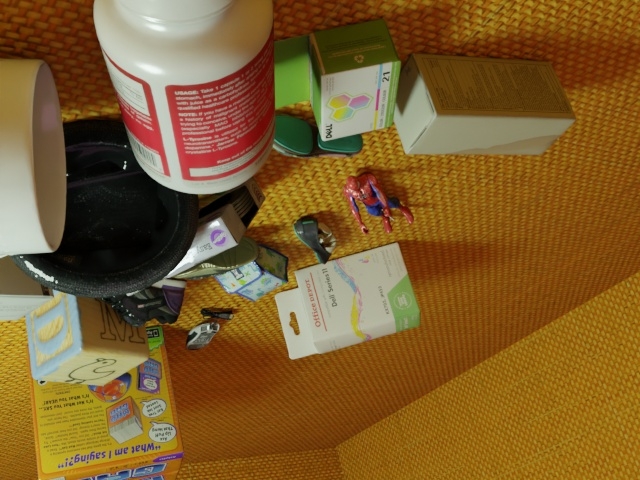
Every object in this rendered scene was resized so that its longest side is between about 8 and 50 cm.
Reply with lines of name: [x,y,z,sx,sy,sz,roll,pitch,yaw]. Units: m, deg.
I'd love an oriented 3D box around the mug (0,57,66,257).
mug: [-0.550,-0.086,1.174,0.328,0.276,0.374,-2,146,-9]

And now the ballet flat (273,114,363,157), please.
ballet flat: [-0.025,-0.187,1.529,0.222,0.076,0.079,1,173,-32]

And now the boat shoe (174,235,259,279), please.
boat shoe: [-0.238,0.041,1.853,0.224,0.080,0.073,-14,164,12]

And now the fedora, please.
fedora: [-0.385,-0.057,1.428,0.334,0.334,0.152,-10,-173,-12]

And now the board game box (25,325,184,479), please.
board game box: [-0.588,0.486,2.217,0.357,0.356,0.356,-7,153,-18]

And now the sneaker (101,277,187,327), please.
sneaker: [-0.427,0.133,1.828,0.283,0.124,0.107,12,173,-41]

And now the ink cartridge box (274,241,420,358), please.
ink cartridge box: [0.061,0.159,2.104,0.353,0.207,0.119,-16,156,0]

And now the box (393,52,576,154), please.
box: [0.293,-0.247,1.495,0.311,0.148,0.121,-2,152,-24]

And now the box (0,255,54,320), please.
box: [-0.613,0.045,1.492,0.119,0.181,0.182,-29,161,26]

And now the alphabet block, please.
alphabet block: [-0.540,0.211,1.884,0.192,0.193,0.197,-30,151,30]

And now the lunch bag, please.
lunch bag: [-0.170,0.069,1.935,0.129,0.096,0.151,-31,134,33]

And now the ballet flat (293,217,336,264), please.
ballet flat: [0.000,0.000,1.913,0.074,0.074,0.203,-21,152,10]

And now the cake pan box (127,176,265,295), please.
cake pan box: [-0.244,-0.015,1.577,0.267,0.245,0.070,-24,109,19]

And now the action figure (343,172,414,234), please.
action figure: [0.133,-0.057,1.802,0.091,0.139,0.280,-26,150,18]

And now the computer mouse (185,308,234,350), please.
computer mouse: [-0.321,0.242,2.250,0.106,0.042,0.193,1,144,-41]

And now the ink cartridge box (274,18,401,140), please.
ink cartridge box: [-0.007,-0.253,1.364,0.255,0.097,0.189,-14,154,-6]

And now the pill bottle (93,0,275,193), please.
pill bottle: [-0.176,-0.255,1.110,0.229,0.229,0.407,-12,154,-9]
